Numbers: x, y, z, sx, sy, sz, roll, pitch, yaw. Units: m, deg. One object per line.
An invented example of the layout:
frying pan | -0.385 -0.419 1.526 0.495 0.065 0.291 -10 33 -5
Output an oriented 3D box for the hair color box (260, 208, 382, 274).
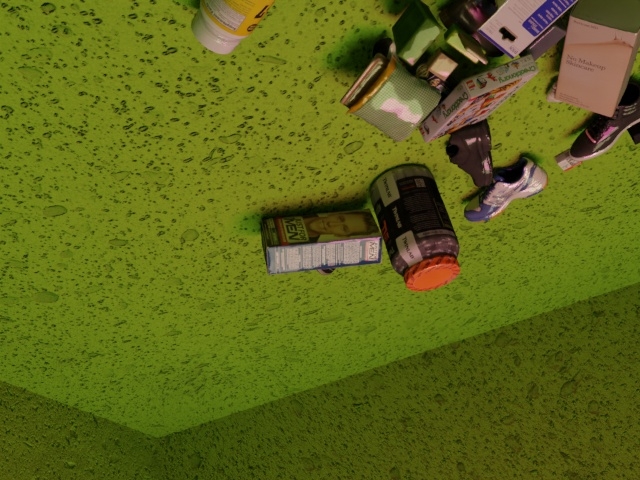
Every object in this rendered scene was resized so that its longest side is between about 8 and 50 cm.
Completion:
hair color box | 0.000 0.000 2.167 0.347 0.174 0.105 -5 123 -9

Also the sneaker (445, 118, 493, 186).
sneaker | 0.432 -0.251 2.073 0.130 0.109 0.286 -10 146 11

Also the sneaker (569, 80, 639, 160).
sneaker | 0.825 -0.353 2.067 0.295 0.105 0.146 -40 142 27

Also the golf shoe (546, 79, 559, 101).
golf shoe | 0.700 -0.413 1.952 0.176 0.069 0.086 -6 171 -10

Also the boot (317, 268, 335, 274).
boot | 0.050 0.029 2.384 0.178 0.085 0.236 -25 150 13

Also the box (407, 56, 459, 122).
box | 0.243 -0.356 1.770 0.175 0.051 0.220 -29 163 24

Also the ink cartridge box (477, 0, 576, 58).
ink cartridge box | 0.499 -0.560 1.508 0.371 0.069 0.175 -44 145 25

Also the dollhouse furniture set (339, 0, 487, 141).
dollhouse furniture set | 0.200 -0.338 1.569 0.197 0.151 0.301 29 120 -22

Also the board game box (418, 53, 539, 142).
board game box | 0.380 -0.344 1.764 0.192 0.053 0.305 -24 174 -15

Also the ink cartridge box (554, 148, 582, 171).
ink cartridge box | 0.806 -0.253 2.304 0.062 0.029 0.115 -30 148 25

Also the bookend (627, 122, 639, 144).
bookend | 1.006 -0.324 2.141 0.156 0.157 0.072 -25 150 16

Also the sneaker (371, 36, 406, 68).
sneaker | 0.165 -0.420 1.675 0.075 0.057 0.161 -20 154 -16

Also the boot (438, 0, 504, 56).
boot | 0.378 -0.490 1.615 0.219 0.082 0.106 13 143 -39

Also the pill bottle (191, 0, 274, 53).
pill bottle | -0.157 -0.463 1.363 0.119 0.119 0.208 9 144 -37

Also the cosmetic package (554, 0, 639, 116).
cosmetic package | 0.674 -0.451 1.724 0.160 0.113 0.309 24 161 22

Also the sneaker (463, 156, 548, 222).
sneaker | 0.569 -0.170 2.289 0.296 0.112 0.131 -33 129 27

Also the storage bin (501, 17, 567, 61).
storage bin | 0.510 -0.487 1.676 0.098 0.091 0.135 10 144 -38

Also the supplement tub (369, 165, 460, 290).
supplement tub | 0.283 -0.035 2.114 0.207 0.338 0.207 -12 151 -7
